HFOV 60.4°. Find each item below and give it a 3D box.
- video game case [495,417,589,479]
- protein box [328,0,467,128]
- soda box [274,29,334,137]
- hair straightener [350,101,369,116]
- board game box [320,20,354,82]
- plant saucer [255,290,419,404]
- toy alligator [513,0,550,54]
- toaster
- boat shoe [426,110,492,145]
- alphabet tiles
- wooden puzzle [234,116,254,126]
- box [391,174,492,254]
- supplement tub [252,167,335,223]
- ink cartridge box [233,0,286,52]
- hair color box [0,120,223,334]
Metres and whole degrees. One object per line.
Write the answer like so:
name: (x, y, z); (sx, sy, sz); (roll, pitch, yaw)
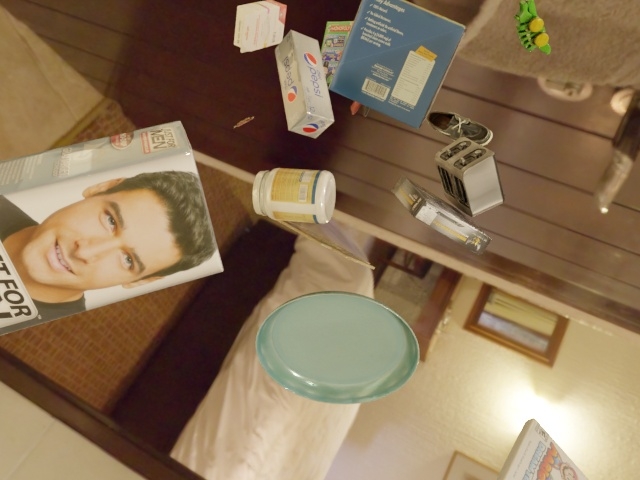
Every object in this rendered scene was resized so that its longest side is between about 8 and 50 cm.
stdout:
video game case: (0.254, 0.296, 0.598); (0.157, 0.143, 0.019); (-32, 169, -48)
protein box: (0.154, -0.361, 1.090); (0.201, 0.200, 0.136); (-67, 173, 25)
soda box: (-0.046, -0.432, 1.520); (0.098, 0.286, 0.091); (8, 151, -38)
hair straightener: (0.176, -0.464, 1.669); (0.230, 0.089, 0.047); (124, -34, -49)
board game box: (0.113, -0.634, 1.877); (0.046, 0.317, 0.213); (5, 103, -41)
plant saucer: (0.033, 0.208, 1.082); (0.043, 0.318, 0.317); (-82, 180, -51)
toy alligator: (0.433, -0.462, 1.157); (0.189, 0.051, 0.056); (49, 23, -35)
toaster: (0.407, -0.169, 1.498); (0.110, 0.168, 0.185); (-26, 121, -3)
boat shoe: (0.448, -0.368, 1.797); (0.079, 0.233, 0.084); (22, 98, -53)
alphabet tiles: (0.000, 0.000, 1.722); (0.285, 0.343, 0.011); (22, 96, -54)
wooden puzzle: (-0.279, -0.431, 1.996); (0.006, 0.083, 0.049); (61, 7, -24)
box: (0.312, -0.068, 1.437); (0.056, 0.231, 0.183); (-56, -157, 15)
supplement tub: (-0.069, -0.123, 1.491); (0.144, 0.200, 0.144); (6, 90, -76)
ink cartridge box: (-0.188, -0.628, 1.612); (0.198, 0.067, 0.115); (-39, 150, -47)
hair color box: (-0.333, -0.009, 0.703); (0.375, 0.113, 0.185); (-16, 124, -12)
